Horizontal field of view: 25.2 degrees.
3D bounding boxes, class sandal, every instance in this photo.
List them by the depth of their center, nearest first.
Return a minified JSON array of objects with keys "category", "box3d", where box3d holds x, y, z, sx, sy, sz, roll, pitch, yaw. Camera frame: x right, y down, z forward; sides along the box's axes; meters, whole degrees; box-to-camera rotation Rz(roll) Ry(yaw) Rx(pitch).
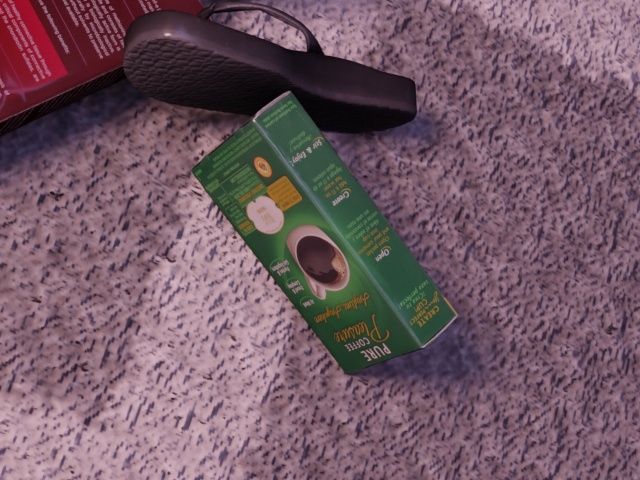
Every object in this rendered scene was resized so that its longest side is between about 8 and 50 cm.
[{"category":"sandal","box3d":[-0.035,-0.117,0.949,0.254,0.097,0.055,9,75,-52]}]

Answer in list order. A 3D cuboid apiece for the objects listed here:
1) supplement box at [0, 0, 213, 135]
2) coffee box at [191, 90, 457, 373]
[{"category":"supplement box","box3d":[-0.204,-0.140,0.913,0.239,0.073,0.130,-29,92,-27]},{"category":"coffee box","box3d":[0.000,0.000,0.954,0.040,0.113,0.184,-40,94,-30]}]
